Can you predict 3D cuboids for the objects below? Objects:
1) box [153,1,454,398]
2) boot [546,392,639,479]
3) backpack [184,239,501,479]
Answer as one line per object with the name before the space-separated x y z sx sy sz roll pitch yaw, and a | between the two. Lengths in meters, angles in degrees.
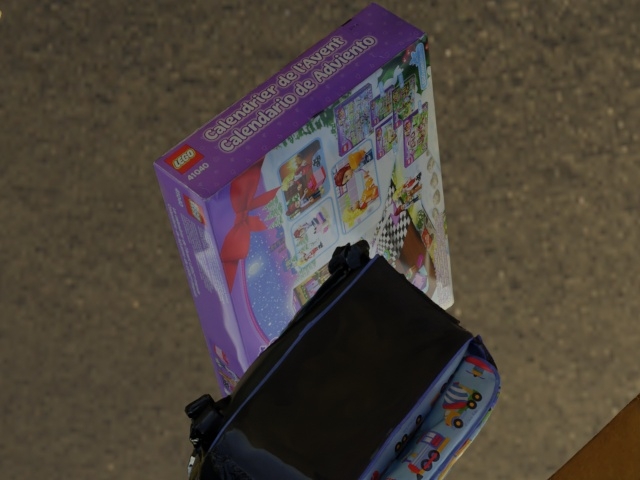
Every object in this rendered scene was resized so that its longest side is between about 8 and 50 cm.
box | 0.000 0.000 1.136 0.201 0.057 0.293 -39 144 -23
boot | 0.137 0.039 0.498 0.211 0.295 0.104 -34 173 32
backpack | 0.001 0.111 0.828 0.117 0.158 0.173 38 148 8
